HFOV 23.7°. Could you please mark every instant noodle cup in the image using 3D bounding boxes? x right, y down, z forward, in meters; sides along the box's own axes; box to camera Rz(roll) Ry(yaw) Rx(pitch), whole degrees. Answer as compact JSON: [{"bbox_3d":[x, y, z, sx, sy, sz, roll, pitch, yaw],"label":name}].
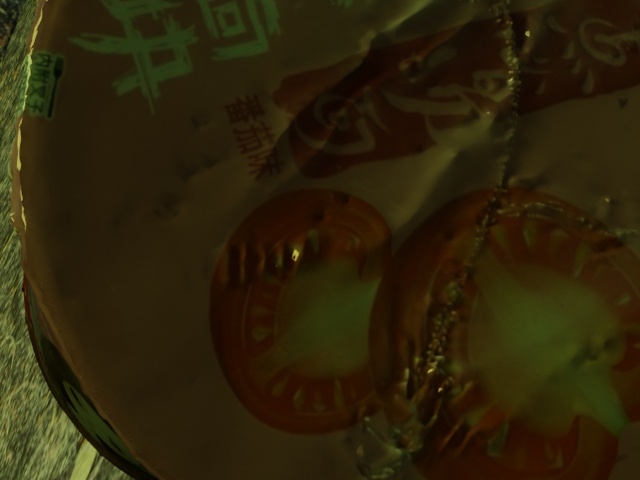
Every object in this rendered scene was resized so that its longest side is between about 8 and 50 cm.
[{"bbox_3d":[0.000,0.000,0.541,0.231,0.243,0.243,147,140,-69],"label":"instant noodle cup"}]
